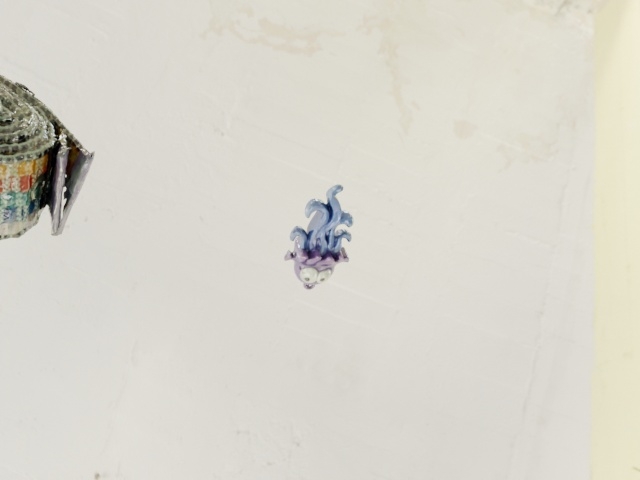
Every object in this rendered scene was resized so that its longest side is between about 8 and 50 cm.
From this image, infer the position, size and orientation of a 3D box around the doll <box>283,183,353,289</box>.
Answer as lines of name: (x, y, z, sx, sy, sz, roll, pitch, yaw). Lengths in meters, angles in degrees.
doll: (0.000, 0.000, 0.887, 0.110, 0.205, 0.067, 3, -147, -15)

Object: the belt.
belt: (-0.465, -0.136, 0.714, 0.295, 0.160, 0.207, 38, -148, 19)
